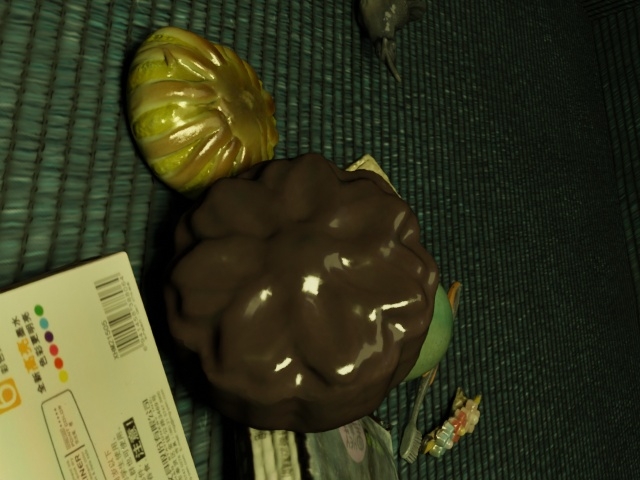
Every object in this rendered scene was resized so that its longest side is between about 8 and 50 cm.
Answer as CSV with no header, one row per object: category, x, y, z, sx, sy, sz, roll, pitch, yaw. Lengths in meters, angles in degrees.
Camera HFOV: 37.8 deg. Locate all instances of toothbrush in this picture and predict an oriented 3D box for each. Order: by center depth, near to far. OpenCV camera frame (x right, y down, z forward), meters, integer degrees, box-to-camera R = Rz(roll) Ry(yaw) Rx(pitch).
toothbrush,0.172,0.191,1.436,0.031,0.023,0.321,48,49,-36

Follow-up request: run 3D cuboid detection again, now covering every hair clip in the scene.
hair clip,0.215,0.293,1.490,0.214,0.056,0.062,-34,139,-61

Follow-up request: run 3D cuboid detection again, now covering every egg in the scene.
egg,0.080,0.101,1.215,0.236,0.169,0.169,17,62,-57

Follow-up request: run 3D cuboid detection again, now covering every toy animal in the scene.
toy animal,0.105,-0.418,1.617,0.205,0.081,0.367,58,24,-20

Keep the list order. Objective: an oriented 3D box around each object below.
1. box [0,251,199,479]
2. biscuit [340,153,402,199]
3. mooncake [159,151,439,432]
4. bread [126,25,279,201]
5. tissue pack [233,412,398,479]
box,-0.209,0.163,0.746,0.221,0.091,0.273,-22,96,-61
biscuit,0.000,0.000,1.108,0.239,0.062,0.108,-38,99,-25
mooncake,-0.022,0.046,0.939,0.141,0.283,0.283,97,-4,-60
bread,-0.123,-0.137,1.042,0.213,0.105,0.213,32,53,-54
tissue pack,0.015,0.343,0.985,0.259,0.122,0.361,44,29,-50
